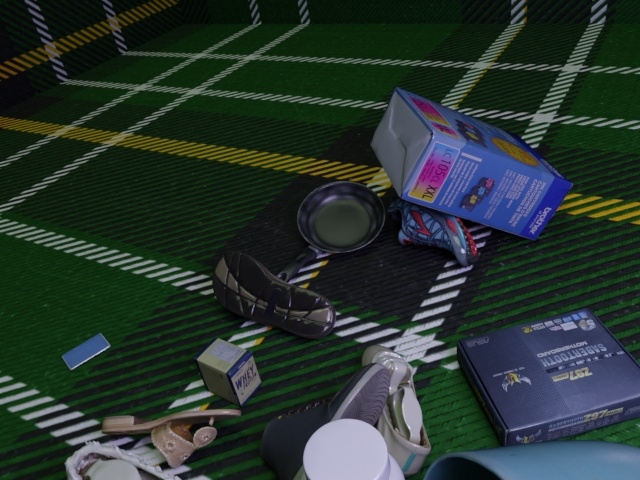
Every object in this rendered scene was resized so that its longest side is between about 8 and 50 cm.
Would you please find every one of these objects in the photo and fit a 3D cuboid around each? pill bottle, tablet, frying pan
[{"bbox_3d":[0.041,0.314,0.663,0.124,0.222,0.124,-7,35,5],"label":"pill bottle"},{"bbox_3d":[-0.458,0.217,1.124,0.083,0.006,0.054,-33,41,-27],"label":"tablet"},{"bbox_3d":[0.029,0.003,1.255,0.197,0.053,0.326,10,59,14],"label":"frying pan"}]

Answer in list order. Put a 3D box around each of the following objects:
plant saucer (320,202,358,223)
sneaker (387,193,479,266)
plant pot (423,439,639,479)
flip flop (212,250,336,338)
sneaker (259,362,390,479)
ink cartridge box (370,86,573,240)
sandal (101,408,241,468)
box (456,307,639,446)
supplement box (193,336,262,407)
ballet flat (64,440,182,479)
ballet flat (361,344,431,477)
[{"bbox_3d":[0.043,-0.085,1.389,0.194,0.038,0.195,-7,35,5],"label":"plant saucer"},{"bbox_3d":[0.231,-0.017,1.216,0.125,0.104,0.262,-39,43,7],"label":"sneaker"},{"bbox_3d":[0.266,0.329,0.544,0.234,0.293,0.293,-6,32,-18],"label":"plant pot"},{"bbox_3d":[-0.092,0.110,1.112,0.276,0.080,0.112,21,83,19],"label":"flip flop"},{"bbox_3d":[0.000,0.253,0.832,0.118,0.083,0.222,27,74,47],"label":"sneaker"},{"bbox_3d":[0.331,-0.155,1.216,0.395,0.151,0.270,17,28,-20],"label":"ink cartridge box"},{"bbox_3d":[-0.232,0.312,0.891,0.239,0.088,0.079,-8,66,15],"label":"sandal"},{"bbox_3d":[0.350,0.205,0.875,0.232,0.059,0.183,-13,36,-3],"label":"box"},{"bbox_3d":[-0.155,0.221,0.967,0.083,0.083,0.056,14,42,32],"label":"supplement box"},{"bbox_3d":[-0.189,0.372,0.724,0.408,0.147,0.147,15,42,31],"label":"ballet flat"},{"bbox_3d":[0.117,0.233,0.874,0.086,0.086,0.249,-10,37,1],"label":"ballet flat"}]
